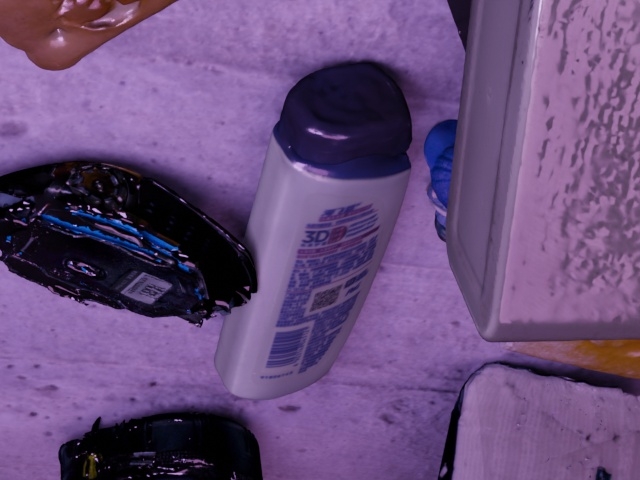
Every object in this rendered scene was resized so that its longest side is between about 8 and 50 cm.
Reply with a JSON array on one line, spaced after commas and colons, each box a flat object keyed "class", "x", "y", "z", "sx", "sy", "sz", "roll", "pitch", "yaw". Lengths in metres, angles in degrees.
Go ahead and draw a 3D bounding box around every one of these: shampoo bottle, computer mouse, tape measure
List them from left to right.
[{"class": "computer mouse", "x": -0.158, "y": -0.004, "z": 1.177, "sx": 0.242, "sy": 0.077, "sz": 0.146, "roll": 25, "pitch": 150, "yaw": -21}, {"class": "tape measure", "x": -0.145, "y": 0.244, "z": 1.495, "sx": 0.186, "sy": 0.112, "sz": 0.199, "roll": -13, "pitch": 149, "yaw": 14}, {"class": "shampoo bottle", "x": 0.000, "y": 0.000, "z": 1.237, "sx": 0.134, "sy": 0.078, "sz": 0.359, "roll": -14, "pitch": 146, "yaw": -24}]

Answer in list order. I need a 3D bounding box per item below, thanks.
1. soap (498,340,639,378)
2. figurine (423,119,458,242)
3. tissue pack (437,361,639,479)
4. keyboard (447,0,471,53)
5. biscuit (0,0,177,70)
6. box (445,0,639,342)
[{"class": "soap", "x": 0.321, "y": 0.012, "z": 1.300, "sx": 0.281, "sy": 0.143, "sz": 0.259, "roll": 12, "pitch": 135, "yaw": -21}, {"class": "figurine", "x": 0.119, "y": -0.035, "z": 1.220, "sx": 0.077, "sy": 0.079, "sz": 0.136, "roll": 5, "pitch": 143, "yaw": 1}, {"class": "tissue pack", "x": 0.248, "y": 0.354, "z": 1.577, "sx": 0.253, "sy": 0.264, "sz": 0.416, "roll": 8, "pitch": 146, "yaw": 12}, {"class": "keyboard", "x": 0.147, "y": -0.153, "z": 1.131, "sx": 0.074, "sy": 0.015, "sz": 0.196, "roll": -22, "pitch": 143, "yaw": 7}, {"class": "biscuit", "x": -0.113, "y": -0.232, "z": 0.933, "sx": 0.325, "sy": 0.044, "sz": 0.217, "roll": -27, "pitch": 142, "yaw": 19}, {"class": "box", "x": 0.281, "y": -0.102, "z": 1.025, "sx": 0.344, "sy": 0.177, "sz": 0.352, "roll": -2, "pitch": 120, "yaw": -10}]
